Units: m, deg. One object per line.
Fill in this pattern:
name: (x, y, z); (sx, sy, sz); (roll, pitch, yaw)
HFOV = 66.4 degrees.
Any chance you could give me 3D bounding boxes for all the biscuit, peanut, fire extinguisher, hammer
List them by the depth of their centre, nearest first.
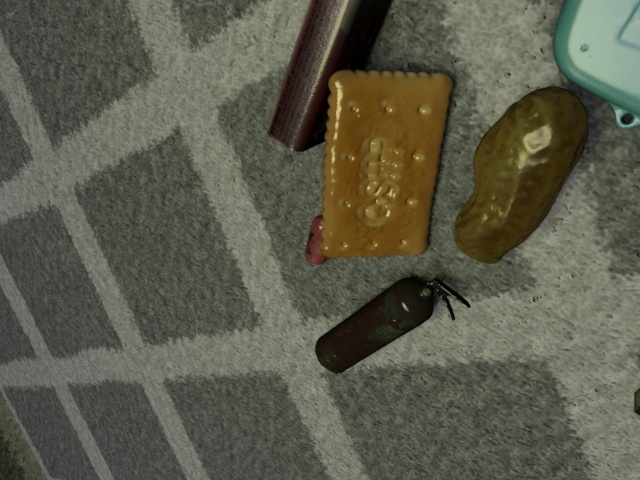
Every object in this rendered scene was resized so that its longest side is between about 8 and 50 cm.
peanut: (0.223, -0.069, 0.570); (0.108, 0.095, 0.226); (39, 131, 32)
biscuit: (0.081, -0.089, 0.633); (0.159, 0.030, 0.250); (-1, 117, -11)
fire extinguisher: (0.101, 0.129, 0.744); (0.267, 0.072, 0.089); (-43, 76, 38)
hammer: (0.000, 0.000, 0.776); (0.043, 0.043, 0.083); (28, 122, 21)

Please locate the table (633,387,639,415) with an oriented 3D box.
table: (0.453, 0.147, 0.500); (0.121, 0.111, 0.240); (32, 124, 19)

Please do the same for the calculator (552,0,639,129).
calculator: (0.374, -0.269, 0.410); (0.256, 0.054, 0.387); (33, 125, 18)

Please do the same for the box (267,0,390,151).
box: (0.012, -0.230, 0.621); (0.069, 0.120, 0.224); (34, 123, 12)
